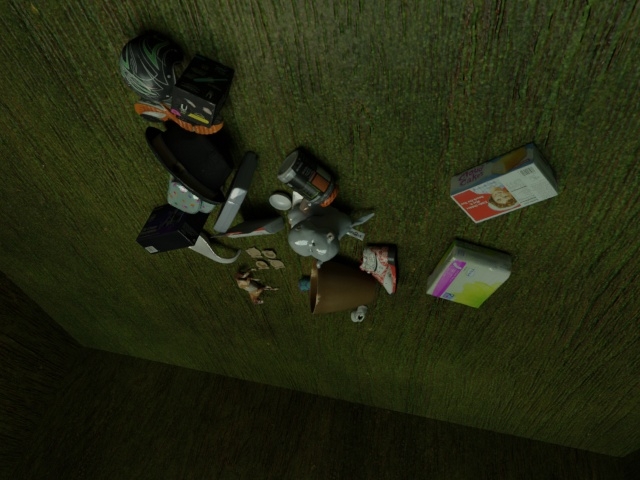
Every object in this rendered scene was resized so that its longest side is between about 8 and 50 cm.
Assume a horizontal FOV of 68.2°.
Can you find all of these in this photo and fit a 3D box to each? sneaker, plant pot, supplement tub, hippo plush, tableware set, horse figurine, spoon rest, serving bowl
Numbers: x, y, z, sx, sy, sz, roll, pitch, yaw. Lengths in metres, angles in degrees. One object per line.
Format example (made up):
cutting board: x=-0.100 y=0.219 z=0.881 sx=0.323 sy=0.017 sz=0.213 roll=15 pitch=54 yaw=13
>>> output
sneaker: x=-0.414 y=-0.410 z=1.424 sx=0.263 sy=0.121 sz=0.099 roll=14 pitch=155 yaw=-4
plant pot: x=0.094 y=0.195 z=1.990 sx=0.255 sy=0.237 sz=0.237 roll=3 pitch=145 yaw=-8
supplement tub: x=-0.038 y=-0.200 z=1.567 sx=0.190 sy=0.117 sz=0.117 roll=36 pitch=140 yaw=-25
hippo plush: x=0.000 y=0.000 z=1.666 sx=0.294 sy=0.236 sz=0.234 roll=21 pitch=129 yaw=1
tableware set: x=-0.246 y=0.083 z=2.114 sx=0.141 sy=0.020 sz=0.168 roll=-3 pitch=140 yaw=24
horse figurine: x=-0.328 y=0.214 z=2.286 sx=0.175 sy=0.066 sz=0.263 roll=-19 pitch=135 yaw=31
sneaker: x=0.182 y=0.369 z=2.304 sx=0.054 sy=0.061 sz=0.152 roll=18 pitch=146 yaw=-6
spoon rest: x=-0.491 y=0.029 z=2.081 sx=0.276 sy=0.084 sz=0.137 roll=22 pitch=144 yaw=-10
sneaker: x=0.239 y=0.120 z=1.921 sx=0.145 sy=0.090 sz=0.270 roll=5 pitch=140 yaw=16
serving bowl: x=-0.145 y=-0.150 z=1.752 sx=0.083 sy=0.027 sz=0.083 roll=11 pitch=144 yaw=8

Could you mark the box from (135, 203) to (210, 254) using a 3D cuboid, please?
box: x=-0.596 y=-0.059 z=1.915 sx=0.261 sy=0.184 sz=0.103 roll=-10 pitch=135 yaw=32

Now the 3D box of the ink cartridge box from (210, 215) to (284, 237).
ink cartridge box: x=-0.275 y=-0.030 z=1.805 sx=0.189 sy=0.232 sz=0.066 roll=-5 pitch=109 yaw=27

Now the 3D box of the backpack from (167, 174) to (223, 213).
backpack: x=-0.460 y=-0.184 z=1.732 sx=0.189 sy=0.144 sz=0.166 roll=20 pitch=139 yaw=-11

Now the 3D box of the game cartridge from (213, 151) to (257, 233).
game cartridge: x=-0.303 y=-0.154 z=1.663 sx=0.060 sy=0.196 sz=0.294 roll=19 pitch=145 yaw=-17

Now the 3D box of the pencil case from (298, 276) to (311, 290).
pencil case: x=-0.021 y=0.200 z=2.148 sx=0.152 sy=0.064 sz=0.070 roll=-2 pitch=124 yaw=25

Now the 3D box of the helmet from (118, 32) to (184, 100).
helmet: x=-0.473 y=-0.478 z=1.317 sx=0.170 sy=0.161 sz=0.169 roll=10 pitch=144 yaw=8

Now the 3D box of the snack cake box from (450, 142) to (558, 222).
snack cake box: x=0.545 y=-0.164 z=1.416 sx=0.264 sy=0.089 sz=0.152 roll=-22 pitch=132 yaw=41

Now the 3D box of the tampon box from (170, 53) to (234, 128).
tampon box: x=-0.334 y=-0.423 z=1.340 sx=0.121 sy=0.161 sz=0.101 roll=23 pitch=144 yaw=-9

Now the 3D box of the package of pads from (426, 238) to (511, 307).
package of pads: x=0.564 y=0.136 z=1.805 sx=0.229 sy=0.101 sz=0.296 roll=16 pitch=145 yaw=1

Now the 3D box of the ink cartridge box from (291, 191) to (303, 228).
ink cartridge box: x=-0.035 y=-0.106 z=1.777 sx=0.146 sy=0.045 sz=0.179 roll=11 pitch=126 yaw=8

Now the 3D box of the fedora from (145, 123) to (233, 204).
fedora: x=-0.396 y=-0.278 z=1.533 sx=0.152 sy=0.334 sz=0.334 roll=-41 pitch=123 yaw=9
